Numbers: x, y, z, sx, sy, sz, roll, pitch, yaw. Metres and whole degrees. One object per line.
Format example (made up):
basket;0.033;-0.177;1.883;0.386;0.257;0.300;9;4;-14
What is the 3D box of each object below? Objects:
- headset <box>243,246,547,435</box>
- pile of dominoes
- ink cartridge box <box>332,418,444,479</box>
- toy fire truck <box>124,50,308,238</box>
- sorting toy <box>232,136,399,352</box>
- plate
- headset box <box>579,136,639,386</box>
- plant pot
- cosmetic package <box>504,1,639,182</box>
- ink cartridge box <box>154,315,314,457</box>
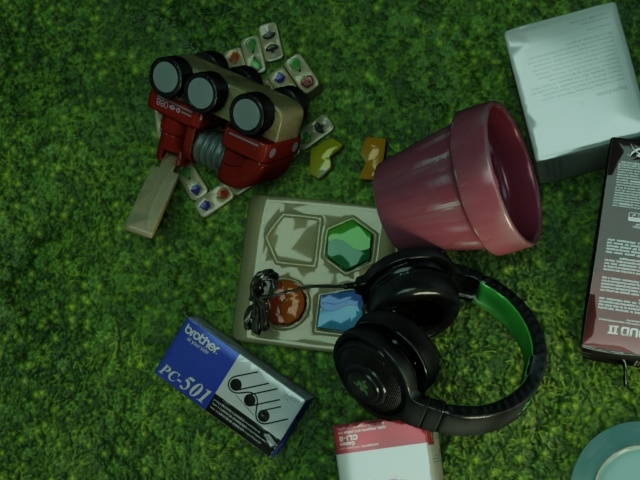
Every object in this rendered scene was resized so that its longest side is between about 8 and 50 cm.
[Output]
headset;0.092;0.129;1.711;0.394;0.185;0.243;21;48;3
pile of dominoes;-0.120;-0.181;1.891;0.251;0.040;0.196;-34;77;4
ink cartridge box;0.096;0.324;1.726;0.127;0.128;0.176;-9;79;10
toy fire truck;-0.161;-0.118;1.832;0.217;0.158;0.246;26;114;23
sorting toy;0.000;0.000;1.838;0.229;0.041;0.307;5;83;12
plate;0.421;0.331;1.713;0.188;0.024;0.188;-2;82;10
headset box;0.399;0.038;1.661;0.110;0.218;0.293;8;83;13
plant pot;0.177;-0.067;1.746;0.180;0.201;0.201;-15;79;25
cosmetic package;0.340;-0.192;1.741;0.151;0.151;0.183;-14;78;10
ink cartridge box;-0.121;0.201;1.824;0.207;0.046;0.097;34;99;14
